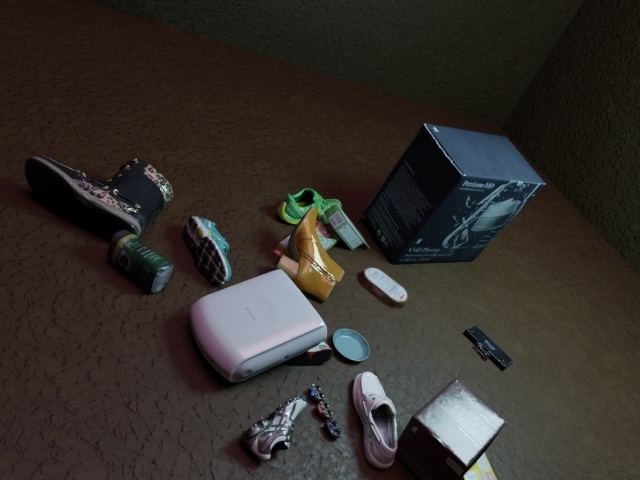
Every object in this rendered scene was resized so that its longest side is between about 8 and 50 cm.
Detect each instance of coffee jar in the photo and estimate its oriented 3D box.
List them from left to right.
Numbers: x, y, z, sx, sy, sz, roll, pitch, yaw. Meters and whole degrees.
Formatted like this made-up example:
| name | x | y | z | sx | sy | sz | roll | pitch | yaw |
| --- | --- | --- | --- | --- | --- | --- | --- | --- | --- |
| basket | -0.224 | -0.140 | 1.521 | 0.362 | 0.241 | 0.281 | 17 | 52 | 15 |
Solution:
| name | x | y | z | sx | sy | sz | roll | pitch | yaw |
| --- | --- | --- | --- | --- | --- | --- | --- | --- | --- |
| coffee jar | -0.500 | 0.055 | 1.511 | 0.184 | 0.096 | 0.079 | 36 | 31 | 12 |

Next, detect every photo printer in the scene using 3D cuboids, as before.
| name | x | y | z | sx | sy | sz | roll | pitch | yaw |
| --- | --- | --- | --- | --- | --- | --- | --- | --- | --- |
| photo printer | -0.175 | 0.221 | 1.449 | 0.307 | 0.107 | 0.256 | -19 | 49 | -29 |

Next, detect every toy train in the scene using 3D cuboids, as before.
| name | x | y | z | sx | sy | sz | roll | pitch | yaw |
| --- | --- | --- | --- | --- | --- | --- | --- | --- | --- |
| toy train | 0.006 | 0.436 | 1.407 | 0.036 | 0.027 | 0.158 | -8 | 46 | -26 |

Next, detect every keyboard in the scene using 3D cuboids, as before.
| name | x | y | z | sx | sy | sz | roll | pitch | yaw |
| --- | --- | --- | --- | --- | --- | --- | --- | --- | --- |
| keyboard | 0.573 | 0.370 | 1.893 | 0.180 | 0.023 | 0.108 | 44 | 31 | 26 |

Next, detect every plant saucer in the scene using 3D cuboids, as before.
| name | x | y | z | sx | sy | sz | roll | pitch | yaw |
| --- | --- | --- | --- | --- | --- | --- | --- | --- | --- |
| plant saucer | 0.088 | 0.315 | 1.631 | 0.119 | 0.021 | 0.119 | 19 | 34 | -13 |

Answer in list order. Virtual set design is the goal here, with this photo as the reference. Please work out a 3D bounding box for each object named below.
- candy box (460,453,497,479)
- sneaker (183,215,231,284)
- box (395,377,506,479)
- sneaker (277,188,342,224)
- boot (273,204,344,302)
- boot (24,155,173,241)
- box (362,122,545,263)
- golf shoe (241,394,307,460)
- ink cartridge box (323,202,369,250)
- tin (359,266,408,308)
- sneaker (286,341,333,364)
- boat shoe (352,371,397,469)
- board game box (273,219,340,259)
| name | x | y | z | sx | sy | sz | roll | pitch | yaw |
| --- | --- | --- | --- | --- | --- | --- | --- | --- | --- |
| candy box | 0.401 | 0.593 | 1.462 | 0.105 | 0.027 | 0.206 | 11 | 37 | -23 |
| sneaker | -0.325 | 0.021 | 1.681 | 0.109 | 0.107 | 0.275 | 9 | 37 | -41 |
| box | 0.323 | 0.496 | 1.386 | 0.203 | 0.167 | 0.168 | -23 | 53 | -40 |
| sneaker | -0.022 | -0.129 | 2.067 | 0.295 | 0.124 | 0.109 | -7 | 45 | -41 |
| boot | -0.009 | 0.045 | 1.811 | 0.211 | 0.104 | 0.295 | 30 | 60 | -8 |
| boot | -0.653 | -0.165 | 1.666 | 0.377 | 0.138 | 0.284 | 31 | 34 | -1 |
| box | 0.507 | -0.165 | 2.145 | 0.479 | 0.472 | 0.298 | -1 | 48 | -35 |
| golf shoe | -0.093 | 0.444 | 1.297 | 0.198 | 0.077 | 0.094 | -26 | 70 | -43 |
| ink cartridge box | 0.099 | -0.036 | 2.043 | 0.209 | 0.062 | 0.109 | 46 | 10 | -50 |
| tin | 0.223 | 0.163 | 1.921 | 0.189 | 0.040 | 0.106 | 39 | 39 | 17 |
| sneaker | -0.048 | 0.303 | 1.536 | 0.161 | 0.057 | 0.075 | 5 | 21 | -26 |
| boat shoe | 0.154 | 0.446 | 1.430 | 0.098 | 0.096 | 0.277 | 12 | 36 | -20 |
| board game box | -0.046 | 0.013 | 1.930 | 0.124 | 0.039 | 0.259 | 36 | 41 | 13 |
